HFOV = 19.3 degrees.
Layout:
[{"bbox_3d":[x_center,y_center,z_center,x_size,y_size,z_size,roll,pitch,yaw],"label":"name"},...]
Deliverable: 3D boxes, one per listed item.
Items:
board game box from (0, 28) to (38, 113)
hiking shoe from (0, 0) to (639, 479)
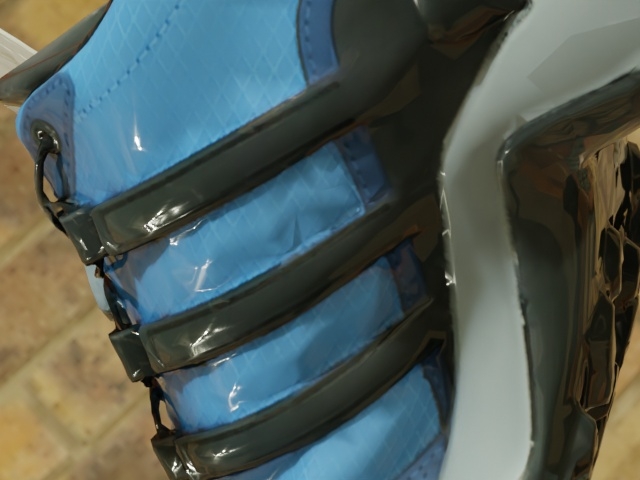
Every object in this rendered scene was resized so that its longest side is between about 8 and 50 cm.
[{"bbox_3d":[-0.255,-0.126,1.141,0.390,0.390,0.050,32,-86,-20],"label":"board game box"},{"bbox_3d":[0.000,0.000,0.382,0.113,0.132,0.304,-54,-22,-64],"label":"hiking shoe"}]
